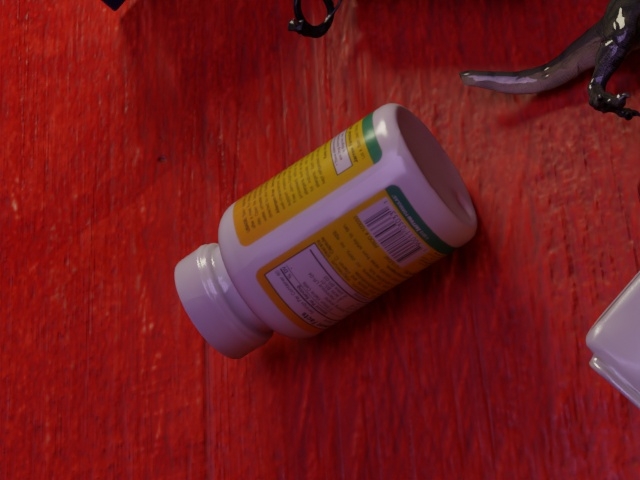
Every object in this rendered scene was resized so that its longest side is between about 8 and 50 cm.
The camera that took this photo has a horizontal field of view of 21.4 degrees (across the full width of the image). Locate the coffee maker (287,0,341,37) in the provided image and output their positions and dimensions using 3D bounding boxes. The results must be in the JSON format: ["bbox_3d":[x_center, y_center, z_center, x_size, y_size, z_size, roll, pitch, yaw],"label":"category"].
[{"bbox_3d":[0.079,-0.241,1.326,0.178,0.120,0.171,7,95,38],"label":"coffee maker"}]

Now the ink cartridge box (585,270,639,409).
[{"bbox_3d":[0.381,0.017,0.934,0.384,0.160,0.279,-49,54,3],"label":"ink cartridge box"}]

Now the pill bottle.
[{"bbox_3d":[0.000,0.000,1.243,0.208,0.117,0.117,-33,53,17],"label":"pill bottle"}]

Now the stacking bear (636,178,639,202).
[{"bbox_3d":[0.297,-0.138,1.067,0.175,0.164,0.289,20,100,3],"label":"stacking bear"}]

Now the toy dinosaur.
[{"bbox_3d":[0.227,-0.144,1.198,0.268,0.064,0.118,-32,46,20],"label":"toy dinosaur"}]

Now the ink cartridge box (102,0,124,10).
[{"bbox_3d":[-0.105,-0.346,1.459,0.332,0.165,0.065,-48,51,6],"label":"ink cartridge box"}]
